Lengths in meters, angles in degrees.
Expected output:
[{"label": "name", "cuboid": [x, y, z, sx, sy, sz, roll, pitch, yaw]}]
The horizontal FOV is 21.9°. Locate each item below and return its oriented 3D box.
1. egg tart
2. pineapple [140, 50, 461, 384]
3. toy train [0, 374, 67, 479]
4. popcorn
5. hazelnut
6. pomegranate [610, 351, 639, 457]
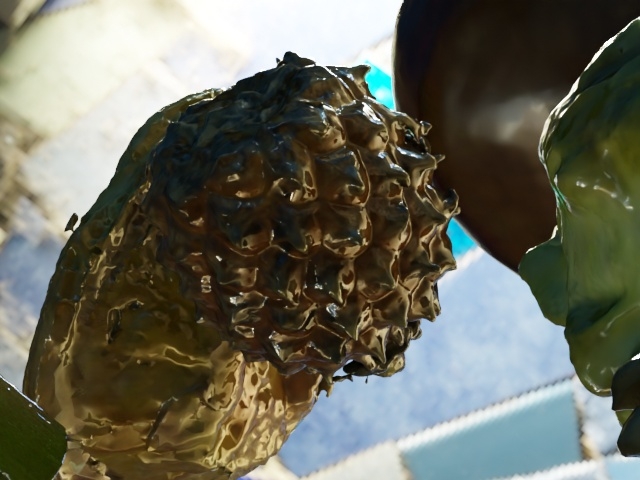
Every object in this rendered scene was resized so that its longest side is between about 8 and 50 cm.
[{"label": "egg tart", "cuboid": [-0.078, 0.065, 1.224, 0.352, 0.150, 0.352, -43, -38, -47]}, {"label": "pineapple", "cuboid": [0.000, 0.000, 0.899, 0.166, 0.193, 0.166, -24, 27, 13]}, {"label": "toy train", "cuboid": [-0.225, 0.126, 0.705, 0.225, 0.137, 0.090, -48, 7, 15]}, {"label": "popcorn", "cuboid": [0.186, 0.005, 0.615, 0.204, 0.221, 0.184, 4, -58, -36]}, {"label": "hazelnut", "cuboid": [0.271, -0.131, 1.249, 0.402, 0.429, 0.402, -57, -13, -21]}, {"label": "pomegranate", "cuboid": [0.152, 0.020, 0.285, 0.209, 0.180, 0.180, -13, 12, 22]}]
